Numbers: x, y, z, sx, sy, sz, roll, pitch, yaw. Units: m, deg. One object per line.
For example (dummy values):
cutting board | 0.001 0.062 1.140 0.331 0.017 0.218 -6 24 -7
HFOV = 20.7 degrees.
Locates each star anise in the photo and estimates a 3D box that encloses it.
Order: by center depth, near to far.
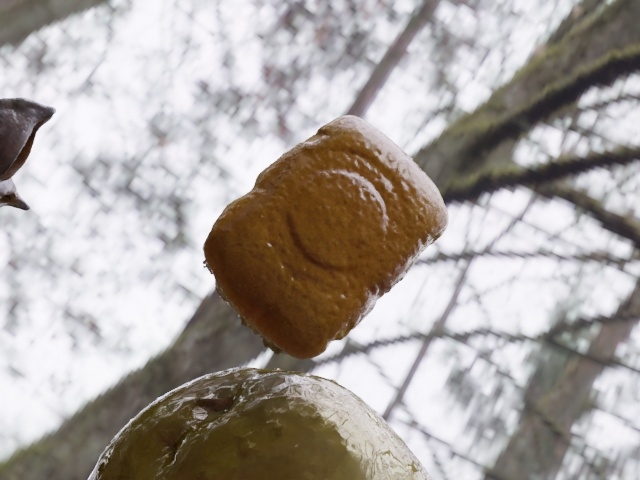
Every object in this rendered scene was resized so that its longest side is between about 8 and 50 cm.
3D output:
star anise | -0.358 -0.077 1.421 0.227 0.218 0.148 37 -7 5

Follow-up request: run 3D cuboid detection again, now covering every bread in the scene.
bread | 0.000 0.000 1.713 0.174 0.245 0.121 44 -28 8

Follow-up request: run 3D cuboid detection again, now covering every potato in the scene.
potato | -0.038 0.192 1.126 0.285 0.242 0.243 4 -48 41
